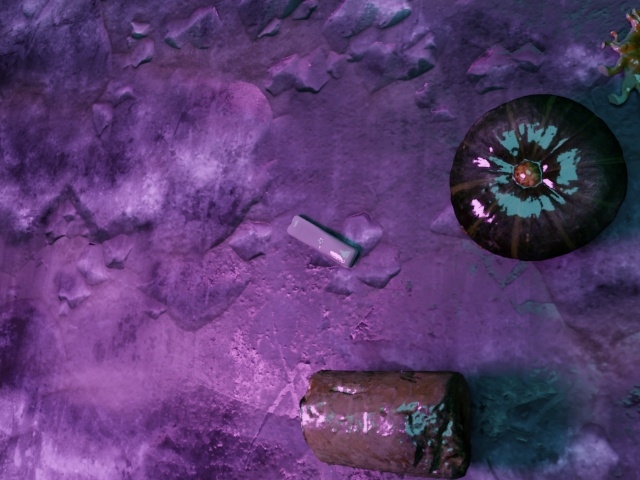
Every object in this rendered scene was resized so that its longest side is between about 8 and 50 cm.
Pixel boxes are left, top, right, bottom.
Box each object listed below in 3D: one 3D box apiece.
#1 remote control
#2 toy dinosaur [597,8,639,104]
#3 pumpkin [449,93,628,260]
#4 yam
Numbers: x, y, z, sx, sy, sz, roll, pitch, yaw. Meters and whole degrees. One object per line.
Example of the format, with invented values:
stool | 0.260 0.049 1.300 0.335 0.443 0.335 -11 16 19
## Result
remote control | 0.000 0.000 1.344 0.184 0.027 0.049 30 92 29
toy dinosaur | 0.594 -0.317 1.119 0.142 0.057 0.212 -31 77 -4
pumpkin | 0.381 -0.108 1.085 0.300 0.207 0.300 1 92 21
yam | 0.130 0.332 1.111 0.300 0.195 0.195 -4 77 27
